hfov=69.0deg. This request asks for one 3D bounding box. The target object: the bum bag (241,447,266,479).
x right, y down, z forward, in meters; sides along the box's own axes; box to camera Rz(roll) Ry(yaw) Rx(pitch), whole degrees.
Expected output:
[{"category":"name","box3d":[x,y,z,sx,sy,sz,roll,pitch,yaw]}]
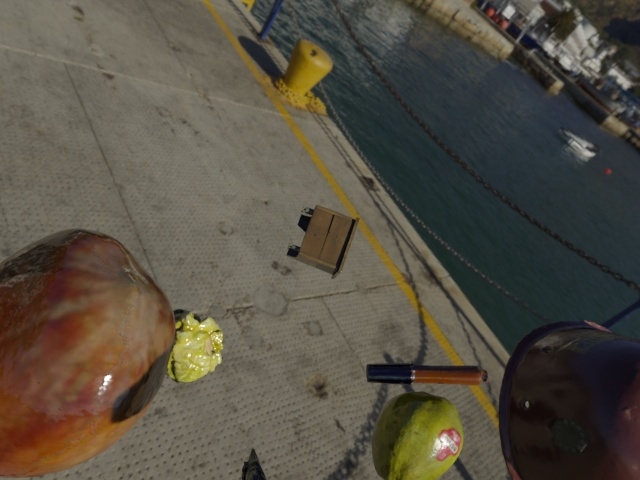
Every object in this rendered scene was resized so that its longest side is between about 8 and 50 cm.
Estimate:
[{"category":"bum bag","box3d":[-0.181,0.665,1.278,0.060,0.248,0.123,-8,84,-18]}]

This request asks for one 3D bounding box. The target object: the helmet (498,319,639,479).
[{"category":"helmet","box3d":[0.503,0.295,0.743,0.385,0.230,0.338,-5,81,-23]}]

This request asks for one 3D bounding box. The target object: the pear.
[{"category":"pear","box3d":[0.315,0.692,1.593,0.287,0.287,0.375,37,75,-5]}]

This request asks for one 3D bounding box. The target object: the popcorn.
[{"category":"popcorn","box3d":[-0.434,0.349,1.561,0.212,0.259,0.259,16,39,-39]}]

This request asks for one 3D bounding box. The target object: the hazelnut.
[{"category":"hazelnut","box3d":[-0.398,0.170,0.734,0.365,0.366,0.366,27,35,-20]}]

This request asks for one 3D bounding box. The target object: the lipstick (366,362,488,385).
[{"category":"lipstick","box3d":[0.369,0.470,1.634,0.418,0.077,0.077,0,36,6]}]

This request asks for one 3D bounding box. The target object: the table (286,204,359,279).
[{"category":"table","box3d":[0.000,0.000,0.682,0.082,0.070,0.083,20,75,-2]}]
